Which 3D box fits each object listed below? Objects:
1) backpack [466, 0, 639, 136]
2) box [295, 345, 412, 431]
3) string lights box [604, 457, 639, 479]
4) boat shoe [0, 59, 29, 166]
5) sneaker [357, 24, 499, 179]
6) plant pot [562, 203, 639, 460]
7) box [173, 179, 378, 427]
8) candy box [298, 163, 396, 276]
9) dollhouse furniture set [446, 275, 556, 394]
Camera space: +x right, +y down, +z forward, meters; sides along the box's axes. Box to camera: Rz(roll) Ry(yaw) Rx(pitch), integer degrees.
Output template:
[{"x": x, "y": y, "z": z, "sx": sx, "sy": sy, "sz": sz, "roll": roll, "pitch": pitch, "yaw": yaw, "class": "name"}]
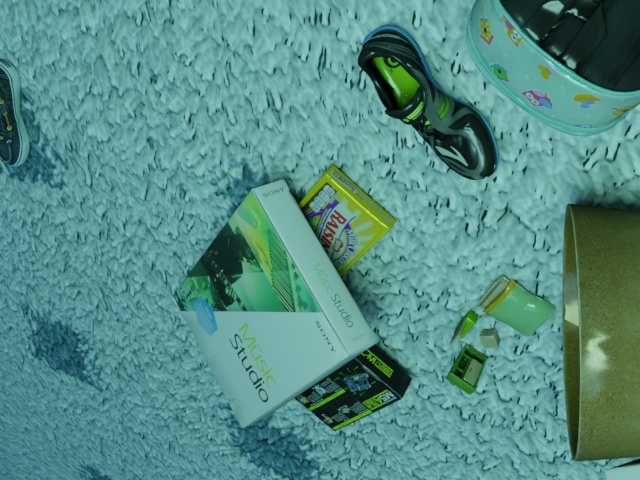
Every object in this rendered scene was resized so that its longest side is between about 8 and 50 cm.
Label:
[{"x": 0.202, "y": -0.176, "z": 0.526, "sx": 0.166, "sy": 0.188, "sz": 0.144, "roll": 39, "pitch": 160, "yaw": 1, "class": "backpack"}, {"x": 0.006, "y": 0.184, "z": 1.010, "sx": 0.184, "sy": 0.045, "sz": 0.190, "roll": 38, "pitch": 140, "yaw": -6, "class": "box"}, {"x": 0.399, "y": 0.230, "z": 0.667, "sx": 0.133, "sy": 0.259, "sz": 0.077, "roll": -26, "pitch": 67, "yaw": 41, "class": "string lights box"}, {"x": -0.493, "y": -0.176, "z": 1.043, "sx": 0.065, "sy": 0.083, "sz": 0.183, "roll": 25, "pitch": 133, "yaw": 14, "class": "boat shoe"}, {"x": 0.103, "y": -0.129, "z": 0.703, "sx": 0.188, "sy": 0.078, "sz": 0.067, "roll": 48, "pitch": 134, "yaw": -8, "class": "sneaker"}, {"x": 0.354, "y": 0.081, "z": 0.621, "sx": 0.254, "sy": 0.237, "sz": 0.237, "roll": -1, "pitch": 123, "yaw": 17, "class": "plant pot"}, {"x": -0.079, "y": 0.100, "z": 0.936, "sx": 0.232, "sy": 0.058, "sz": 0.322, "roll": 59, "pitch": 140, "yaw": 12, "class": "box"}, {"x": 0.000, "y": 0.000, "z": 0.902, "sx": 0.105, "sy": 0.027, "sz": 0.206, "roll": 39, "pitch": 135, "yaw": -3, "class": "candy box"}, {"x": 0.205, "y": 0.117, "z": 0.837, "sx": 0.076, "sy": 0.058, "sz": 0.152, "roll": 34, "pitch": 134, "yaw": 6, "class": "dollhouse furniture set"}]
